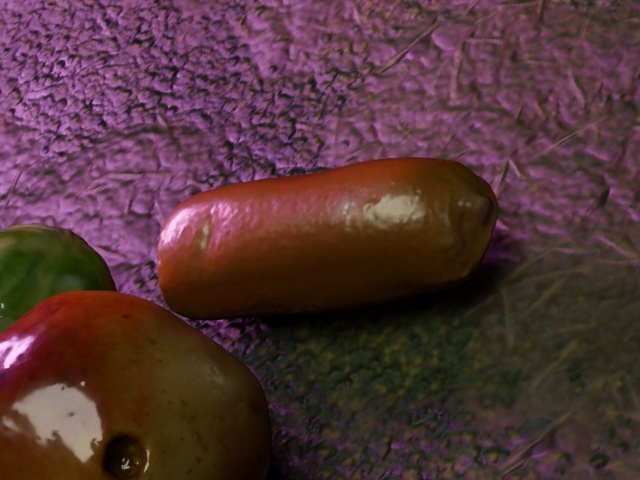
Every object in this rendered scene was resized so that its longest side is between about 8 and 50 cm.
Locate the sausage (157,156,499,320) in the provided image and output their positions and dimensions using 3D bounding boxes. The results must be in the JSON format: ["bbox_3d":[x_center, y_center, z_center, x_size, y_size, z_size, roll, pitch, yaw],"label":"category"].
[{"bbox_3d":[0.000,0.000,1.265,0.238,0.098,0.098,-7,56,26],"label":"sausage"}]

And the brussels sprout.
[{"bbox_3d":[-0.200,0.048,1.307,0.155,0.117,0.155,-22,27,12],"label":"brussels sprout"}]

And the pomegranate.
[{"bbox_3d":[-0.134,0.134,1.170,0.209,0.209,0.209,-15,53,20],"label":"pomegranate"}]
